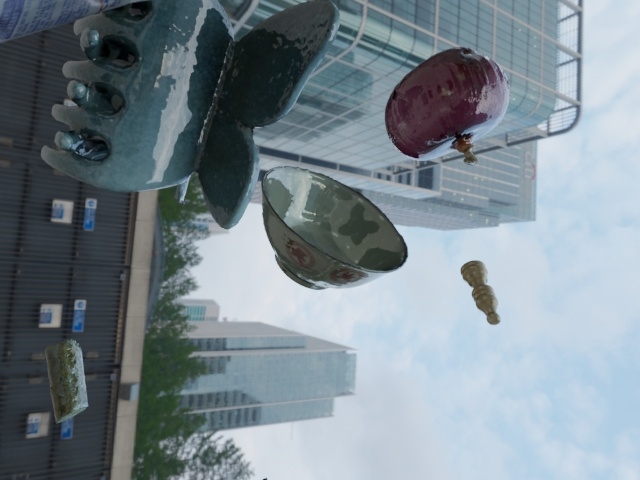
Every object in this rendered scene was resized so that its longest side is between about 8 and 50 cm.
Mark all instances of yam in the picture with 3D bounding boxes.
[{"bbox_3d":[-0.590,0.323,1.036,0.078,0.078,0.179,-38,-116,50],"label":"yam"}]

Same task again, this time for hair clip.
[{"bbox_3d":[-0.214,-0.207,0.616,0.392,0.239,0.318,26,-82,52],"label":"hair clip"}]

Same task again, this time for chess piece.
[{"bbox_3d":[0.207,0.069,0.567,0.035,0.035,0.092,-57,-156,36],"label":"chess piece"}]

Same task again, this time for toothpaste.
[{"bbox_3d":[-0.183,-0.203,0.345,0.096,0.061,0.266,-16,-153,44],"label":"toothpaste"}]

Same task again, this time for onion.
[{"bbox_3d":[0.180,-0.187,0.640,0.177,0.153,0.177,-37,-167,10],"label":"onion"}]

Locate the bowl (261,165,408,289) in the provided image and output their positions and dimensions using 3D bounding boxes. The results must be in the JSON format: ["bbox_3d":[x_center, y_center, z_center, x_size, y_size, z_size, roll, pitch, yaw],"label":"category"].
[{"bbox_3d":[0.000,0.000,0.942,0.157,0.338,0.337,-57,-140,28],"label":"bowl"}]

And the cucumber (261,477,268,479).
[{"bbox_3d":[-0.078,0.436,0.717,0.067,0.035,0.107,48,-22,46],"label":"cucumber"}]
